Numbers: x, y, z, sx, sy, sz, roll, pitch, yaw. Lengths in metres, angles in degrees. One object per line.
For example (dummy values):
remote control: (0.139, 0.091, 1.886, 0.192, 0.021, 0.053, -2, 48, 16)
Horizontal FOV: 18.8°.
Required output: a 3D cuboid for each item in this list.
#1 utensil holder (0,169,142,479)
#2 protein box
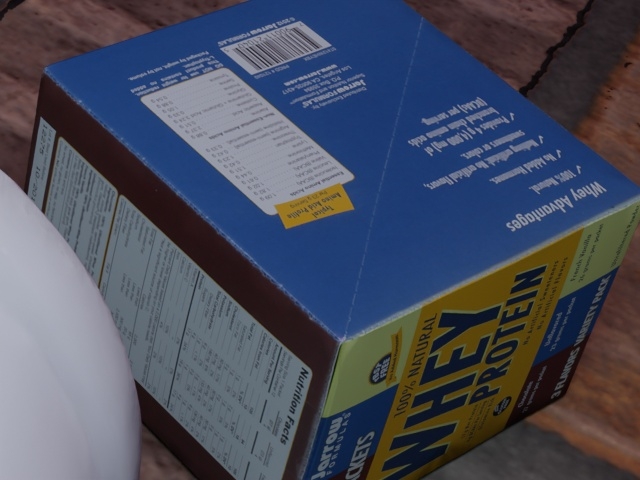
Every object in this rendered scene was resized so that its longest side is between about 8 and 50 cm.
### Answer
utensil holder: (-0.232, 0.172, 0.481, 0.327, 0.327, 0.385, 12, 41, -5)
protein box: (0.000, 0.000, 0.898, 0.200, 0.136, 0.201, -24, 54, -38)
